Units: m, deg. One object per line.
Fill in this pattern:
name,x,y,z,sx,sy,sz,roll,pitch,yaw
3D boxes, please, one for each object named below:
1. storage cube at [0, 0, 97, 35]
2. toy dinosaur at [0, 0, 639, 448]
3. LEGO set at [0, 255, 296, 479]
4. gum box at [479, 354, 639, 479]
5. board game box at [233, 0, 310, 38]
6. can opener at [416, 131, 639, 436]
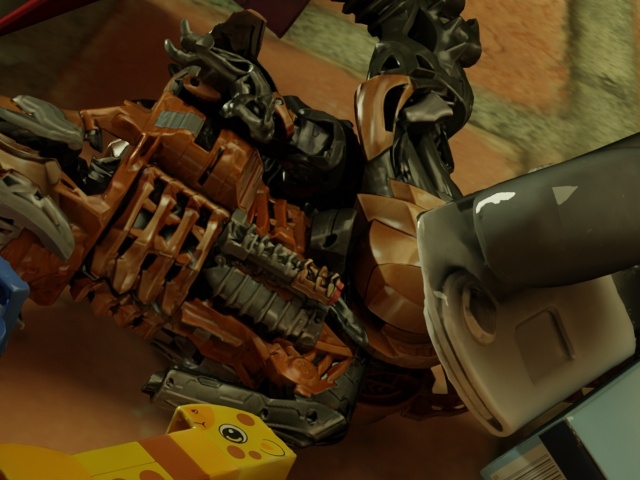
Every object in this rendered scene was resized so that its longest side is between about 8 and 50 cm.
storage cube,-0.091,-0.215,0.772,0.193,0.215,0.183,-33,98,-53
toy dinosaur,0.000,0.000,0.659,0.322,0.164,0.218,36,31,-37
LEGO set,-0.069,0.069,0.484,0.093,0.087,0.227,-7,42,-47
gum box,0.149,0.108,0.600,0.157,0.041,0.184,57,33,7
board game box,-0.111,-0.283,0.986,0.347,0.056,0.208,37,48,-7
can opener,0.120,-0.003,0.623,0.280,0.093,0.074,-20,90,-57
